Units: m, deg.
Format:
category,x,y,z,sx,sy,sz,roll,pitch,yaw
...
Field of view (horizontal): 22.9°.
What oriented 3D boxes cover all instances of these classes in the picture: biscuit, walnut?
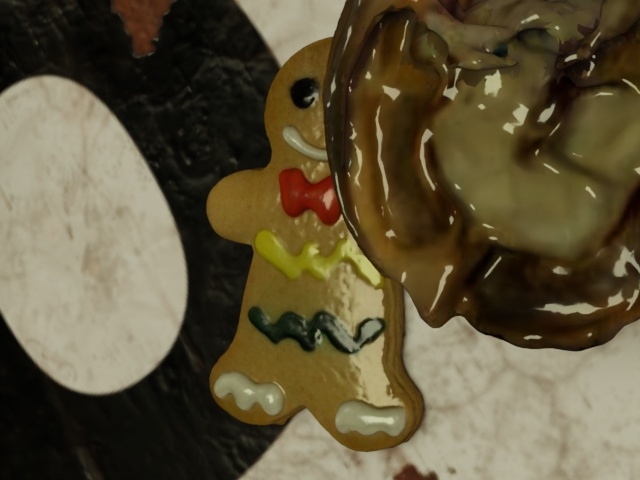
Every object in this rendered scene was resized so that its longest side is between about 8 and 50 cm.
category,x,y,z,sx,sy,sz,roll,pitch,yaw
biscuit,-0.001,0.000,0.925,0.158,0.035,0.240,3,92,27
walnut,0.128,-0.055,0.794,0.238,0.141,0.204,-7,97,27
